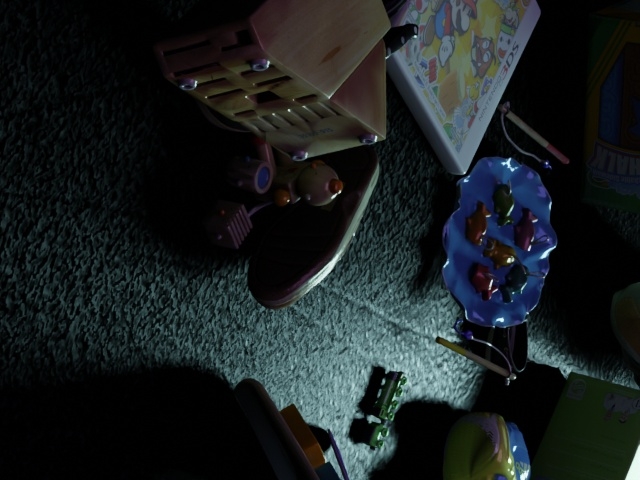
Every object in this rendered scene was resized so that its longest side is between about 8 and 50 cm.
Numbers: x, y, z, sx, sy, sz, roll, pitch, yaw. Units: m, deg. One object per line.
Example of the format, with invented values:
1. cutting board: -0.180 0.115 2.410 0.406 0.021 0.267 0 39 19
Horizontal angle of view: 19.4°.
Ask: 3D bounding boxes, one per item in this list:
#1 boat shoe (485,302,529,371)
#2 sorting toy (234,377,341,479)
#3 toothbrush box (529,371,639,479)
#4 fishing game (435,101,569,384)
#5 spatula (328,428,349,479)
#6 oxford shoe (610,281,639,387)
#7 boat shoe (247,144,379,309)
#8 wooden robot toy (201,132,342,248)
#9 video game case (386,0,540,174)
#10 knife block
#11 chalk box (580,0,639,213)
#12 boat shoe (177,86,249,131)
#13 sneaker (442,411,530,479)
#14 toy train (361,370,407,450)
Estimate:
1. boat shoe: 0.205 0.076 2.001 0.049 0.042 0.133 -18 114 -51
2. sorting toy: 0.011 0.230 1.605 0.038 0.208 0.193 -32 134 -9
3. toothbrush box: 0.320 0.330 2.197 0.206 0.122 0.283 50 59 -53
4. fishing game: 0.192 0.001 1.927 0.189 0.041 0.264 34 68 -43
5. spatula: 0.033 0.321 1.732 0.084 0.030 0.296 70 15 -85
6. oxford shoe: 0.449 0.142 2.342 0.130 0.169 0.449 -32 153 7
7. boat shoe: 0.000 0.000 1.635 0.190 0.068 0.072 -52 154 -33
8. wooden robot toy: -0.022 -0.055 1.562 0.173 0.079 0.076 -42 134 -44
9. video game case: 0.135 -0.208 1.803 0.206 0.026 0.227 -64 146 -21
10. knife block: -0.018 -0.199 1.466 0.275 0.088 0.242 29 54 -54
11. chalk box: 0.413 -0.124 2.129 0.180 0.179 0.289 -26 123 -52
12. boat shoe: -0.071 -0.122 1.488 0.152 0.049 0.056 30 77 -56
13. sneaker: 0.181 0.300 1.998 0.126 0.091 0.240 1 100 -58
14. toy train: 0.062 0.165 1.832 0.023 0.017 0.083 34 72 -45
